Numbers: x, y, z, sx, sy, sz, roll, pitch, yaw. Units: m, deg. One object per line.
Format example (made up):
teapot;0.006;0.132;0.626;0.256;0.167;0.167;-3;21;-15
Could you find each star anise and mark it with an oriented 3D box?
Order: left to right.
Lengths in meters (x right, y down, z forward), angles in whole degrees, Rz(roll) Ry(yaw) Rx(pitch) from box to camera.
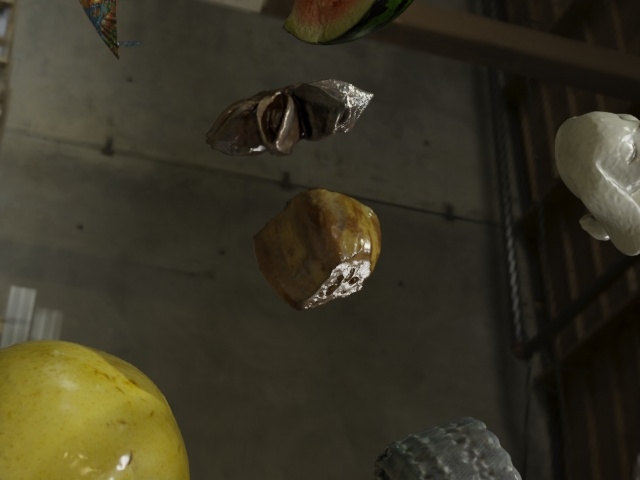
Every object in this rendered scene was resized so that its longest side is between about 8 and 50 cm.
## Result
star anise;-0.044;-0.207;1.788;0.315;0.315;0.108;-151;-131;-74

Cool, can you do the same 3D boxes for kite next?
kite;-0.262;-0.315;1.343;0.160;0.010;0.183;-42;137;-64

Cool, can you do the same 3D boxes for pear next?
pear;-0.328;0.287;1.270;0.348;0.348;0.348;-169;-90;-75

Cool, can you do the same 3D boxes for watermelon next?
watermelon;0.058;-0.289;1.263;0.145;0.193;0.137;50;-8;38

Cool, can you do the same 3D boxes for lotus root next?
lotus root;0.001;0.004;1.285;0.135;0.159;0.095;-112;-172;-45

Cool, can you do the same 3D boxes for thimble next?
thimble;0.184;0.378;1.527;0.236;0.172;0.205;-126;-158;-49

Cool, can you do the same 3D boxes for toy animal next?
toy animal;0.525;-0.119;1.921;0.206;0.265;0.271;-29;-132;24
